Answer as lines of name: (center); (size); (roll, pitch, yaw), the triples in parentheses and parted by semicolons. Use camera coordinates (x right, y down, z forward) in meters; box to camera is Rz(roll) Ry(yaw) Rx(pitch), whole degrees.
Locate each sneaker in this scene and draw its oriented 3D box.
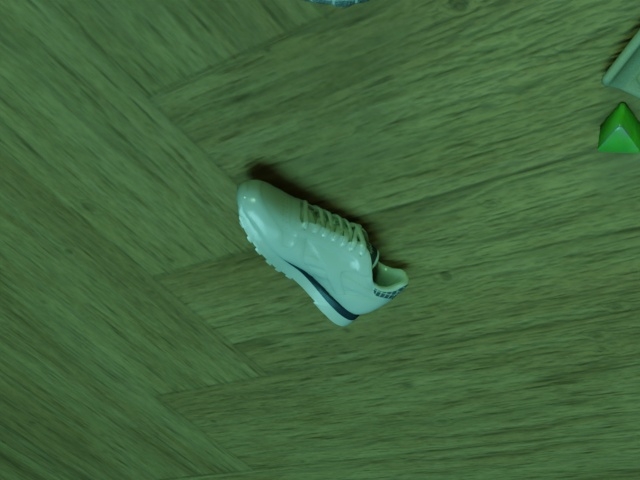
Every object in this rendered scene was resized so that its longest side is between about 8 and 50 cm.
sneaker: (0.000, 0.000, 1.161); (0.095, 0.090, 0.235); (-27, 130, 29)

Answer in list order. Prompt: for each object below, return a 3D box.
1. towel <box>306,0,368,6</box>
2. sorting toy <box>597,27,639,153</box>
towel: (-0.072, -0.301, 0.744); (0.284, 0.121, 0.235); (12, 143, 9)
sorting toy: (0.355, -0.141, 0.834); (0.196, 0.047, 0.347); (21, 144, -5)
